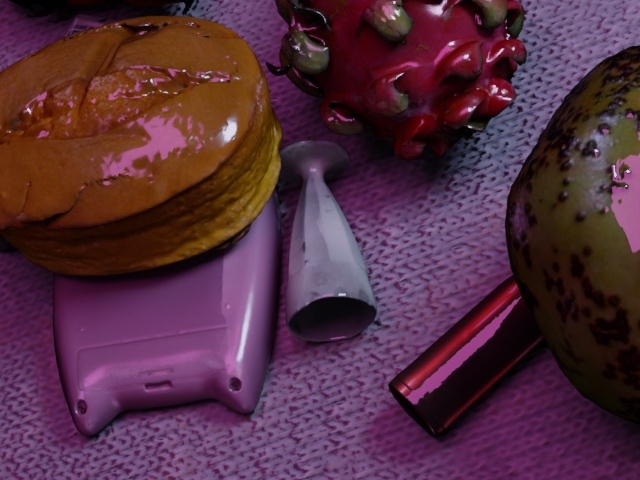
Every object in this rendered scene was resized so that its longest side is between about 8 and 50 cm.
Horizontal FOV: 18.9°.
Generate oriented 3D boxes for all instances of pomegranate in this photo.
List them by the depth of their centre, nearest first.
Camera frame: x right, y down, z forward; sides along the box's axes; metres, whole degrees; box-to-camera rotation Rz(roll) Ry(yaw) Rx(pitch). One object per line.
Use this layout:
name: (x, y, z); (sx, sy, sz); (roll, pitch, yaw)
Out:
pomegranate: (0.268, -0.031, 1.303); (0.285, 0.340, 0.285); (1, 66, -2)

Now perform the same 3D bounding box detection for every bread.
bread: (-0.163, -0.076, 1.537); (0.270, 0.142, 0.195); (-13, 54, 17)

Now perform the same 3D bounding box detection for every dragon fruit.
dragon fruit: (0.067, -0.192, 1.562); (0.218, 0.198, 0.272); (-31, 29, 32)

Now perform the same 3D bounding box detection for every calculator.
calculator: (-0.129, 0.012, 1.581); (0.194, 0.043, 0.294); (-10, 58, 13)

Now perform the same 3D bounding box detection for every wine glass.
wine glass: (0.000, 0.000, 1.536); (0.073, 0.073, 0.155); (-14, 56, 9)

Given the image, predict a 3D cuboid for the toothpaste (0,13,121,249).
toothpaste: (-0.237, -0.101, 1.677); (0.062, 0.039, 0.239); (11, 64, 27)

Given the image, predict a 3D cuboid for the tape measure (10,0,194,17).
tape measure: (-0.215, -0.322, 1.713); (0.260, 0.114, 0.253); (-2, 76, 30)

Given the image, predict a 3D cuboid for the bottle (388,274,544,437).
bottle: (0.130, 0.076, 1.459); (0.164, 0.060, 0.060); (-41, 59, -8)
